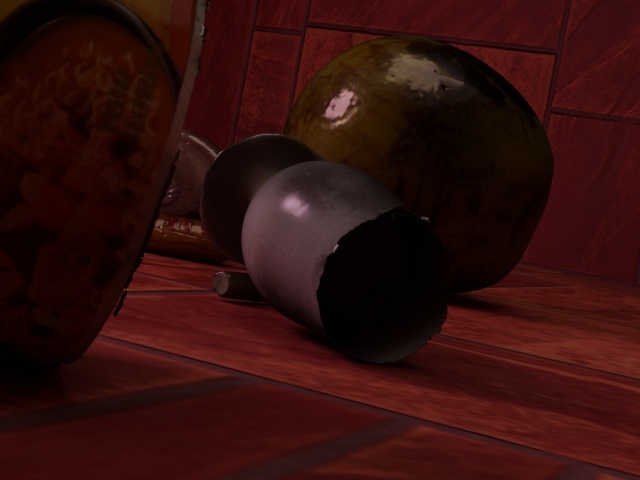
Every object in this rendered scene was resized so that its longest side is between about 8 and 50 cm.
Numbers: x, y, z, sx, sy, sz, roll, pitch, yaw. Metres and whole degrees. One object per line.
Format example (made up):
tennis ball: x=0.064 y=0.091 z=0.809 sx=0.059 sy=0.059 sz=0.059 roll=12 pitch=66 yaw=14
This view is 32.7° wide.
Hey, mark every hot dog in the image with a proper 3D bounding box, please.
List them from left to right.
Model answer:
hot dog: x=-0.151 y=-0.008 z=1.032 sx=0.144 sy=0.038 sz=0.062 roll=10 pitch=3 yaw=4

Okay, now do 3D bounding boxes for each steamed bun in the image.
steamed bun: x=-0.163 y=-0.054 z=1.137 sx=0.175 sy=0.106 sz=0.145 roll=3 pitch=-10 yaw=9

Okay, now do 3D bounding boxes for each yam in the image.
yam: x=-0.030 y=0.034 z=0.769 sx=0.021 sy=0.021 sz=0.116 roll=12 pitch=2 yaw=42

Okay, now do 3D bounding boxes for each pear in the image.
pear: x=0.099 y=-0.076 z=1.114 sx=0.283 sy=0.283 sz=0.283 roll=10 pitch=2 yaw=0

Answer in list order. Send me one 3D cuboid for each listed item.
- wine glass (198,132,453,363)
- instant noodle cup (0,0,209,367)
wine glass: x=0.000 y=0.000 z=0.657 sx=0.103 sy=0.103 sz=0.222 roll=9 pitch=12 yaw=-22
instant noodle cup: x=-0.146 y=-0.053 z=0.382 sx=0.174 sy=0.213 sz=0.213 roll=18 pitch=-1 yaw=-21
